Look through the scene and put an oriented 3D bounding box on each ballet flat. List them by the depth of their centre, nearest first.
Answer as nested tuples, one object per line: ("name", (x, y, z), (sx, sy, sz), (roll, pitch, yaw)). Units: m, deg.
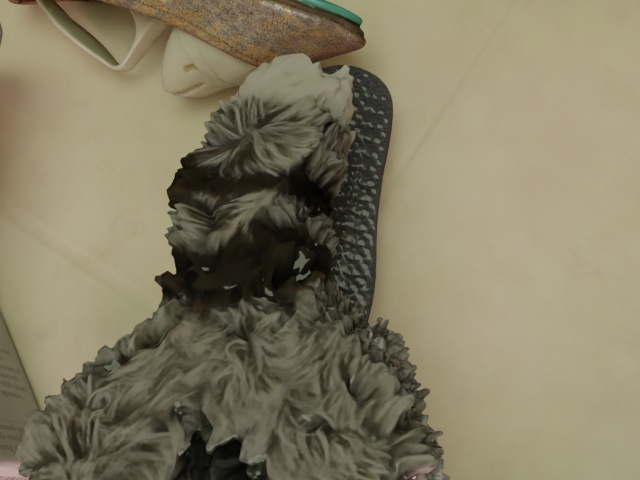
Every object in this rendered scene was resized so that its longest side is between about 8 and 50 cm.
("ballet flat", (-0.116, -0.171, 0.729), (0.316, 0.107, 0.106), (25, 100, 20))

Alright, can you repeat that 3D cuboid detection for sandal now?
("sandal", (0.001, 0.000, 0.679), (0.097, 0.054, 0.255), (17, 75, 3))

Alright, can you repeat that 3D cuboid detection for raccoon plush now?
("raccoon plush", (0.004, 0.144, 0.572), (0.216, 0.299, 0.446), (10, 55, 22))

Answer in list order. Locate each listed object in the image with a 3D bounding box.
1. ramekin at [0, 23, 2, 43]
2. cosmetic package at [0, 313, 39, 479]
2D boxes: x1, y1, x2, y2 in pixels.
("ramekin", (-0.370, -0.102, 0.655), (0.277, 0.277, 0.135), (0, 82, 10))
("cosmetic package", (-0.302, 0.109, 0.643), (0.151, 0.151, 0.184), (-29, 71, 1))
